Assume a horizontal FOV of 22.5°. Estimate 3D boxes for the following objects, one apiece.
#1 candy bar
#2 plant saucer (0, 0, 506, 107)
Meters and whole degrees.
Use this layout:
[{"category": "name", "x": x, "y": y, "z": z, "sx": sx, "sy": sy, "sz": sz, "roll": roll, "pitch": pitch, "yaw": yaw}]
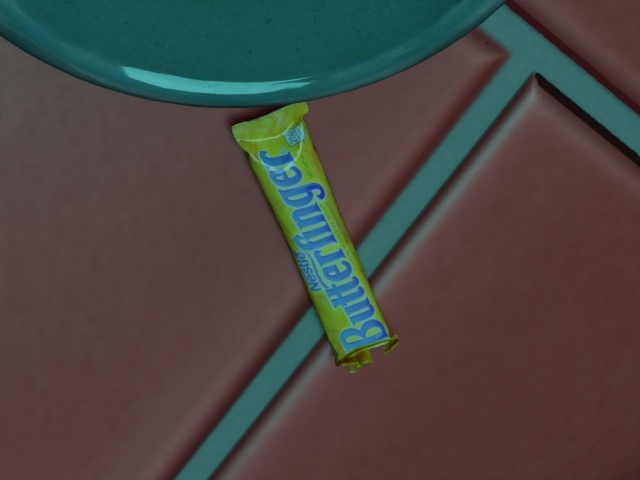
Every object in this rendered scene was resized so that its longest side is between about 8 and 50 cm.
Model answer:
[{"category": "candy bar", "x": 0.000, "y": 0.000, "z": 0.842, "sx": 0.040, "sy": 0.018, "sz": 0.161, "roll": -26, "pitch": 117, "yaw": -6}, {"category": "plant saucer", "x": -0.032, "y": -0.163, "z": 0.667, "sx": 0.317, "sy": 0.044, "sz": 0.318, "roll": -4, "pitch": 138, "yaw": -3}]
